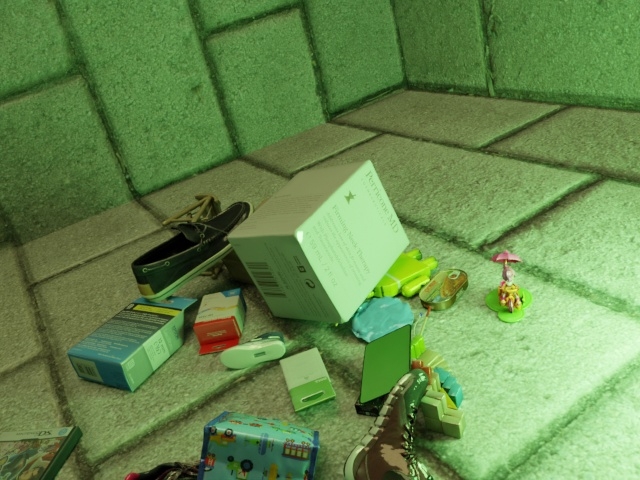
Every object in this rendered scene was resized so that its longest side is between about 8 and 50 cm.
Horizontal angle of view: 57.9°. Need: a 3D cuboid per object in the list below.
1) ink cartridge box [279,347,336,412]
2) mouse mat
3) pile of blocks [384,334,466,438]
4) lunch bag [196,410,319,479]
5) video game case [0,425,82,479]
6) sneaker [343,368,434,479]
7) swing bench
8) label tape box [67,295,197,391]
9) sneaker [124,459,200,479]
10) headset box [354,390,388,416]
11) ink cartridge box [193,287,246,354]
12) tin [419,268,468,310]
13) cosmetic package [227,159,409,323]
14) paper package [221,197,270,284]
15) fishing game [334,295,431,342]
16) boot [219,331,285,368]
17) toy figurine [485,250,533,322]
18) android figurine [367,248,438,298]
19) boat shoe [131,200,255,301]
[{"bbox_3d":[-0.029,0.370,1.480,0.108,0.062,0.209,-18,26,-7],"label":"ink cartridge box"},{"bbox_3d":[0.159,0.298,1.405,0.152,0.007,0.190,-32,29,31],"label":"mouse mat"},{"bbox_3d":[0.252,0.311,1.395,0.148,0.113,0.362,-21,27,-12],"label":"pile of blocks"},{"bbox_3d":[-0.116,0.427,1.221,0.220,0.138,0.293,10,1,2],"label":"lunch bag"},{"bbox_3d":[-0.782,0.590,1.470,0.248,0.035,0.275,-8,27,13],"label":"video game case"},{"bbox_3d":[0.185,0.417,1.193,0.162,0.106,0.281,26,76,39],"label":"sneaker"},{"bbox_3d":[-0.449,-0.020,2.260,0.165,0.253,0.255,-1,30,26],"label":"swing bench"},{"bbox_3d":[-0.576,0.308,1.840,0.249,0.115,0.347,3,27,31],"label":"label tape box"},{"bbox_3d":[-0.276,0.523,1.251,0.299,0.112,0.121,-18,25,-9],"label":"sneaker"},{"bbox_3d":[0.128,0.385,1.404,0.062,0.032,0.083,1,31,29],"label":"headset box"},{"bbox_3d":[-0.319,0.255,1.844,0.134,0.078,0.231,-12,27,5],"label":"ink cartridge box"},{"bbox_3d":[0.373,0.147,1.745,0.106,0.040,0.189,14,38,39],"label":"tin"},{"bbox_3d":[0.000,0.000,1.802,0.327,0.330,0.394,-3,34,46],"label":"cosmetic package"},{"bbox_3d":[-0.160,0.007,2.101,0.309,0.168,0.325,8,44,38],"label":"paper package"},{"bbox_3d":[0.179,0.235,1.671,0.263,0.041,0.189,4,38,24],"label":"fishing game"},{"bbox_3d":[-0.196,0.316,1.685,0.189,0.069,0.086,-8,19,-3],"label":"boot"},{"bbox_3d":[0.514,0.113,1.596,0.130,0.159,0.173,-6,28,17],"label":"toy figurine"},{"bbox_3d":[0.237,0.110,1.866,0.272,0.056,0.248,-26,28,-22],"label":"android figurine"},{"bbox_3d":[-0.430,0.003,1.992,0.500,0.156,0.186,-39,32,-22],"label":"boat shoe"}]
